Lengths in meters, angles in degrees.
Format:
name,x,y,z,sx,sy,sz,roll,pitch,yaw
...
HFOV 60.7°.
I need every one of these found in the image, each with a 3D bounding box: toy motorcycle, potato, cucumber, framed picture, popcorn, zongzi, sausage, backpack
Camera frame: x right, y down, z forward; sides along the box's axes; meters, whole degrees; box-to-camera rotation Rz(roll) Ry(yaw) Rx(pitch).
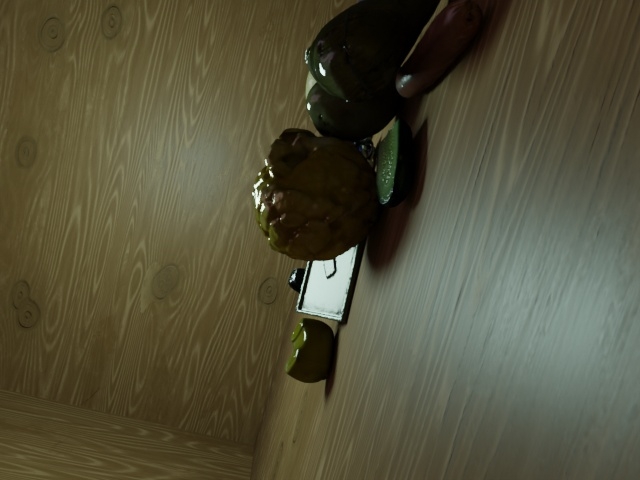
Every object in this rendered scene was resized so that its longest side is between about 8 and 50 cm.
name,x,y,z,sx,sy,sz,roll,pitch,yaw
toy motorcycle,0.121,-0.226,1.799,0.150,0.102,0.221,-11,66,61
potato,0.099,-0.392,1.526,0.243,0.221,0.326,-30,13,41
cucumber,0.170,-0.159,1.206,0.115,0.063,0.244,123,163,-47
framed picture,0.035,0.068,1.646,0.247,0.022,0.335,0,73,55
popcorn,-0.013,-0.107,1.482,0.354,0.343,0.390,120,158,-53
zongzi,0.155,-0.453,1.180,0.392,0.174,0.356,-32,22,8
sausage,0.224,-0.371,1.116,0.433,0.087,0.088,155,129,-85
backpack,-0.029,0.151,1.954,0.106,0.165,0.120,-66,7,-13

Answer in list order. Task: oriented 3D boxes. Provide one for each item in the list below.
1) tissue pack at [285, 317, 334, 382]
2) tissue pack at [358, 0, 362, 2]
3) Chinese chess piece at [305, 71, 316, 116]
name,x,y,z,sx,sy,sz,roll,pitch,yaw
tissue pack,-0.023,0.328,1.618,0.178,0.127,0.123,-82,15,-45
tissue pack,0.244,-0.965,2.123,0.338,0.160,0.242,-102,28,-78
Chinese chess piece,0.079,-0.576,2.109,0.338,0.140,0.338,-33,-50,-50
